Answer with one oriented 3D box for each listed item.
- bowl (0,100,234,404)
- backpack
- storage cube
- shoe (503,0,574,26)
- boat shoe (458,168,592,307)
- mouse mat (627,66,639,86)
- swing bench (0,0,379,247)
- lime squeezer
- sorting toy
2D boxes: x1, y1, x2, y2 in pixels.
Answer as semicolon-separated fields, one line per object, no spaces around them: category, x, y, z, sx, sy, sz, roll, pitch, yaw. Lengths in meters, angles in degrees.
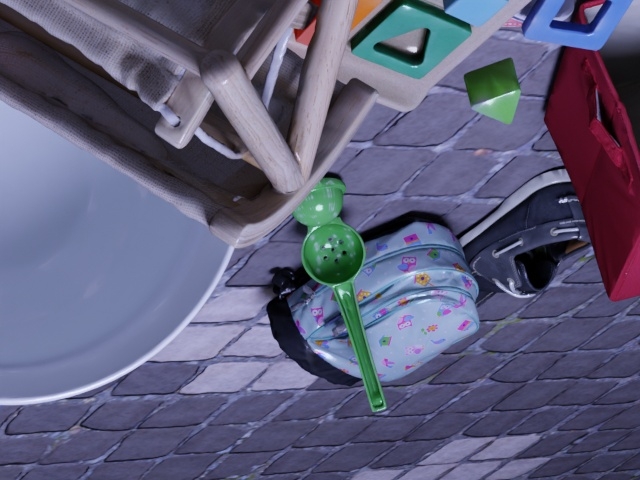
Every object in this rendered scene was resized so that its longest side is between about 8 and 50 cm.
bowl;-0.204;-0.045;1.239;0.298;0.297;0.134;-10;180;-17
backpack;0.060;0.060;1.804;0.182;0.115;0.152;-31;151;23
storage cube;0.306;-0.085;1.549;0.215;0.183;0.193;-13;157;-9
shoe;0.092;-0.175;1.377;0.178;0.063;0.081;10;146;-38
boat shoe;0.181;0.019;1.846;0.084;0.079;0.233;-3;154;-33
mouse mat;0.335;-0.158;1.648;0.153;0.007;0.189;-11;157;-13
swing bench;-0.110;-0.135;1.027;0.165;0.253;0.254;-55;167;-22
lime squeezer;0.000;0.000;1.659;0.059;0.110;0.310;-6;128;14
sorting toy;0.050;-0.162;1.280;0.348;0.047;0.196;18;136;-31
